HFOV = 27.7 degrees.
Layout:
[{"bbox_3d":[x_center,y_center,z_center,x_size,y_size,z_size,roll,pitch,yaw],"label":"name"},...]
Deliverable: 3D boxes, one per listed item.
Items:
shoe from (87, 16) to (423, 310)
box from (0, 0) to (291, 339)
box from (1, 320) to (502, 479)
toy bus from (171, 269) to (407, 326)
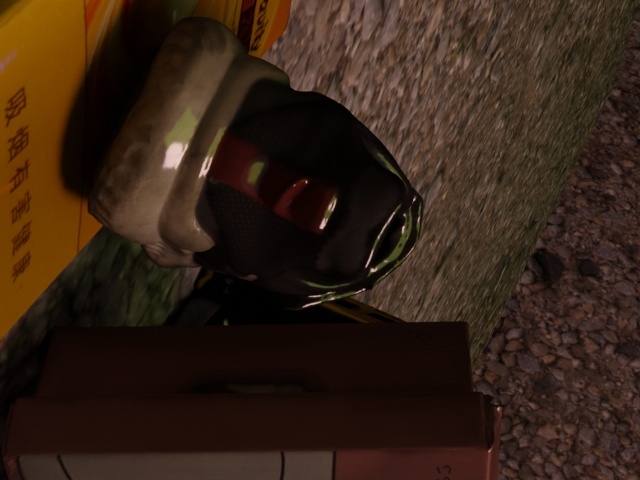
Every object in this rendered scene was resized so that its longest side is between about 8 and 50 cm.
[{"bbox_3d":[-0.013,-0.014,0.532,0.099,0.112,0.227,-62,168,-1],"label":"shoe"},{"bbox_3d":[-0.081,-0.073,0.484,0.269,0.043,0.152,-54,166,-40],"label":"box"},{"bbox_3d":[-0.023,0.139,0.635,0.086,0.215,0.215,-87,175,-48],"label":"box"},{"bbox_3d":[-0.054,0.185,0.817,0.151,0.145,0.331,-5,118,-78],"label":"toy bus"}]
